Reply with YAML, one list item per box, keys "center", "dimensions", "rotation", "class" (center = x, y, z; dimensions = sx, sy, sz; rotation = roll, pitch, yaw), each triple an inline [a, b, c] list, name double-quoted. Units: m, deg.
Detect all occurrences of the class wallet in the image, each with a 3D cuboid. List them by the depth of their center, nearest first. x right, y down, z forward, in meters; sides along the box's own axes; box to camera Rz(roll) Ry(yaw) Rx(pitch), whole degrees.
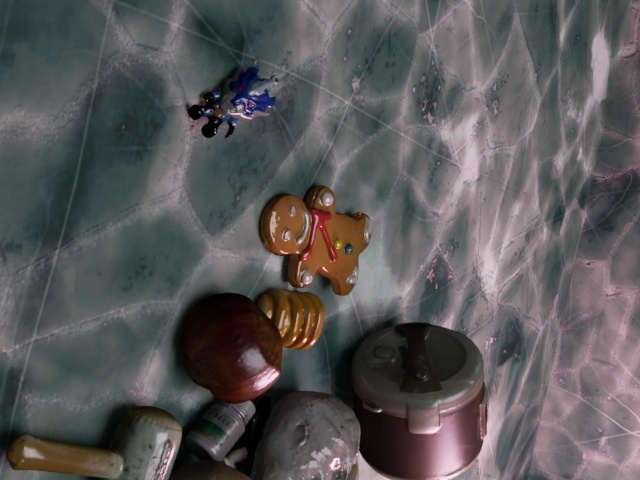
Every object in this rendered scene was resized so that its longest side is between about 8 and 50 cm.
- center: [-0.134, 0.446, 1.647]
  dimensions: [0.124, 0.025, 0.244]
  rotation: [-52, 150, -75]
  class: "wallet"

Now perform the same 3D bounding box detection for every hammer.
- center: [-0.356, 0.345, 1.264]
  dimensions: [0.305, 0.113, 0.202]
  rotation: [27, 77, -51]
  class: "hammer"

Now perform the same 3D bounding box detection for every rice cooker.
- center: [0.236, 0.370, 1.942]
  dimensions: [0.335, 0.335, 0.325]
  rotation: [-35, 129, -44]
  class: "rice cooker"

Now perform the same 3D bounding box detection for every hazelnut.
- center: [-0.156, 0.191, 1.465]
  dimensions: [0.202, 0.160, 0.170]
  rotation: [57, 30, -2]
  class: "hazelnut"

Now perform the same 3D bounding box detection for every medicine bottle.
- center: [-0.185, 0.348, 1.527]
  dimensions: [0.130, 0.080, 0.080]
  rotation: [-49, 138, -34]
  class: "medicine bottle"

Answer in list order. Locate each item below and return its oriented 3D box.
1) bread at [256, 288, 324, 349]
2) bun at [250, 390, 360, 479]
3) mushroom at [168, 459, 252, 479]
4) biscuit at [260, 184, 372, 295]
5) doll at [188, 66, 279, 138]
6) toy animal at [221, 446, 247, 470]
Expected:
- center: [-0.061, 0.160, 1.638]
  dimensions: [0.177, 0.084, 0.119]
  rotation: [12, 91, -52]
  class: "bread"
- center: [-0.022, 0.479, 1.657]
  dimensions: [0.354, 0.194, 0.355]
  rotation: [8, 90, -75]
  class: "bun"
- center: [-0.207, 0.516, 1.454]
  dimensions: [0.254, 0.184, 0.255]
  rotation: [-5, 113, -12]
  class: "mushroom"
- center: [0.000, 0.000, 1.670]
  dimensions: [0.339, 0.047, 0.216]
  rotation: [31, 72, -51]
  class: "biscuit"
- center: [-0.138, -0.240, 1.389]
  dimensions: [0.195, 0.070, 0.096]
  rotation: [-39, 102, -38]
  class: "doll"
- center: [-0.186, 0.462, 1.576]
  dimensions: [0.071, 0.085, 0.124]
  rotation: [-20, 105, -53]
  class: "toy animal"
